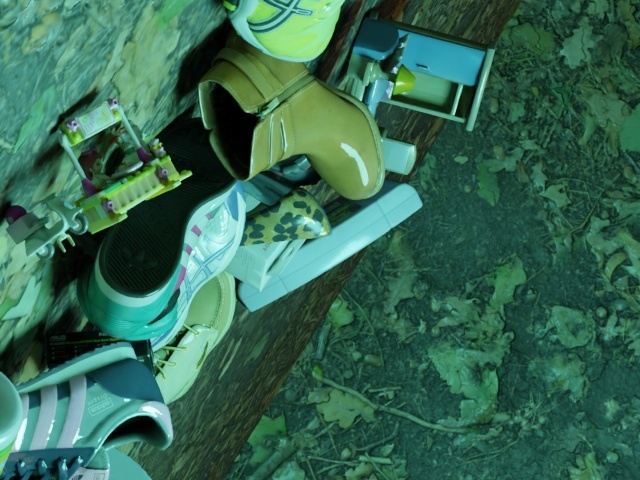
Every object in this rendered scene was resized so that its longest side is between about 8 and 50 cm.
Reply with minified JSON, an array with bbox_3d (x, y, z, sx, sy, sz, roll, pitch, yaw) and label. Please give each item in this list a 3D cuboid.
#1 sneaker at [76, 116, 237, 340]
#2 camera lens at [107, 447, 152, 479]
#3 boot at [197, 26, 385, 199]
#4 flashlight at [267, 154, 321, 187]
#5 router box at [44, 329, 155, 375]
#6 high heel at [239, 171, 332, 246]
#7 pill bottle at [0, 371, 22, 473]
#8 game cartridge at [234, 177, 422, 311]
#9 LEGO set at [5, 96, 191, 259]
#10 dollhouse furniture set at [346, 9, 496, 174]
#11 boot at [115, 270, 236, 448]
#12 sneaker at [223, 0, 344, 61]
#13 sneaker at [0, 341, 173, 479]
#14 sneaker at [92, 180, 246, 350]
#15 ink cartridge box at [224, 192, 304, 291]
[{"bbox_3d":[-0.185,0.004,1.821,0.295,0.124,0.178,-61,-179,-42],"label":"sneaker"},{"bbox_3d":[-0.337,0.405,1.985,0.274,0.219,0.219,-64,170,27],"label":"camera lens"},{"bbox_3d":[-0.033,-0.125,1.851,0.283,0.109,0.220,67,31,-24],"label":"boot"},{"bbox_3d":[-0.035,-0.134,2.272,0.103,0.103,0.304,-15,178,6],"label":"flashlight"},{"bbox_3d":[-0.257,0.135,1.867,0.092,0.122,0.038,98,-13,-68],"label":"router box"},{"bbox_3d":[-0.111,0.030,2.067,0.261,0.186,0.093,-62,180,18],"label":"high heel"},{"bbox_3d":[-0.375,0.231,1.474,0.246,0.136,0.136,-64,170,27],"label":"pill bottle"},{"bbox_3d":[0.000,0.000,2.316,0.294,0.060,0.196,-32,-165,-7],"label":"game cartridge"},{"bbox_3d":[-0.210,-0.082,1.591,0.132,0.107,0.287,-25,-171,21],"label":"LEGO set"},{"bbox_3d":[0.126,-0.169,2.356,0.303,0.198,0.286,-69,173,-65],"label":"dollhouse furniture set"},{"bbox_3d":[-0.221,0.156,2.218,0.262,0.095,0.203,-61,169,30],"label":"boot"},{"bbox_3d":[-0.007,-0.292,1.634,0.145,0.147,0.385,-55,164,-21],"label":"sneaker"},{"bbox_3d":[-0.294,0.221,1.694,0.319,0.131,0.112,-27,162,-34],"label":"sneaker"},{"bbox_3d":[-0.187,0.037,1.943,0.296,0.112,0.131,-64,169,24],"label":"sneaker"},{"bbox_3d":[-0.098,-0.007,2.169,0.092,0.143,0.090,-53,169,-31],"label":"ink cartridge box"}]
